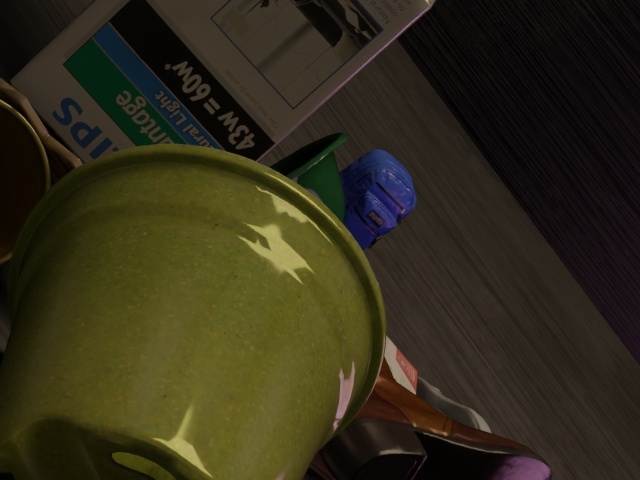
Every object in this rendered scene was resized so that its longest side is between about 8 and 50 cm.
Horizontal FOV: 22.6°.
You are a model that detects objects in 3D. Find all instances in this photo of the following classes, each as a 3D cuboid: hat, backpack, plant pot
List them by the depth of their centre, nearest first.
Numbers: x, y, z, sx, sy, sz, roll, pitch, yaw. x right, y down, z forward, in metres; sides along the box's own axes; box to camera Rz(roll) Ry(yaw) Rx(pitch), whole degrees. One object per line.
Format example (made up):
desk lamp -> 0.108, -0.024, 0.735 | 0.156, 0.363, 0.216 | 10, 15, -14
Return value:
plant pot -> -0.108, 0.116, 1.041 | 0.276, 0.276, 0.254 | 46, 27, -17
plant pot -> -0.270, -0.048, 1.176 | 0.134, 0.134, 0.095 | 46, -4, -17
hat -> 0.000, 0.000, 1.747 | 0.184, 0.173, 0.208 | 60, 29, -9
backpack -> 0.066, -0.048, 2.089 | 0.098, 0.120, 0.101 | 43, 18, -31

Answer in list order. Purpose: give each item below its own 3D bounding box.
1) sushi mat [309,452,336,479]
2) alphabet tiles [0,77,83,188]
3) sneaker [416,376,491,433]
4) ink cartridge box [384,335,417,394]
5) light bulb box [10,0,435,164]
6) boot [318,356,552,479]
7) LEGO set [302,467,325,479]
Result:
sushi mat -> -0.047, 0.149, 1.482 | 0.316, 0.019, 0.151 | 42, 6, -29
alphabet tiles -> -0.230, -0.074, 1.251 | 0.237, 0.009, 0.198 | 37, -19, 39
sneaker -> 0.142, 0.220, 1.684 | 0.091, 0.094, 0.258 | 45, 4, -20
ink cartridge box -> 0.015, 0.108, 1.698 | 0.198, 0.067, 0.115 | 50, 16, -10
light bulb box -> -0.073, -0.223, 1.649 | 0.225, 0.361, 0.358 | 48, 16, -5
boot -> 0.066, 0.148, 1.540 | 0.264, 0.096, 0.280 | 7, 31, -33
LEGO set -> 0.009, 0.276, 1.382 | 0.182, 0.060, 0.244 | 46, 9, 7
